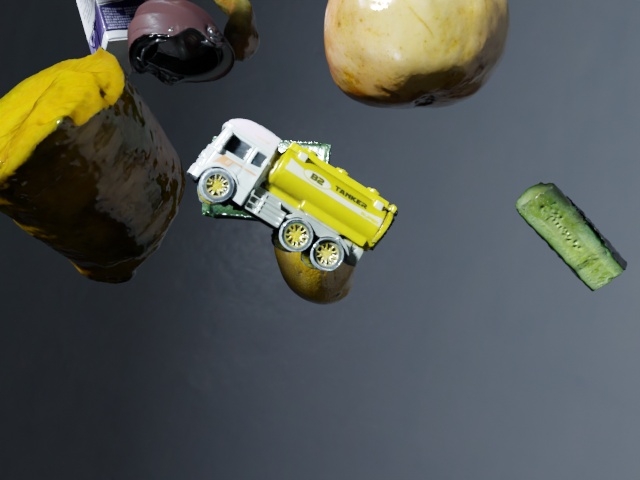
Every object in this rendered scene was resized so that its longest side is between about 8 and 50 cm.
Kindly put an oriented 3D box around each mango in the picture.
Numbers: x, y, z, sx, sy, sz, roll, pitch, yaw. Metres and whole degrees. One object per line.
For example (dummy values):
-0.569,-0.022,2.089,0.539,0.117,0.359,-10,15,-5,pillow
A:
0.003,0.000,1.483,0.157,0.109,0.262,-36,-53,-29,mango

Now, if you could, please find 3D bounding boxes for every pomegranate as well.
0.164,-0.395,1.672,0.338,0.338,0.338,13,-90,-89,pomegranate

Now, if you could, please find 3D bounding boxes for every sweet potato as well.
-0.169,-0.447,1.906,0.062,0.081,0.233,114,148,-43,sweet potato

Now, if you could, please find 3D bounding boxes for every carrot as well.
-0.326,-0.111,1.245,0.341,0.241,0.241,62,-143,-57,carrot

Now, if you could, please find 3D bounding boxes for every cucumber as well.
0.396,-0.014,1.499,0.078,0.211,0.062,-39,22,19,cucumber

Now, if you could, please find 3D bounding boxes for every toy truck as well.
-0.032,-0.050,1.060,0.114,0.227,0.098,-59,8,-5,toy truck

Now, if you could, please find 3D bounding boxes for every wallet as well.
-0.099,-0.111,1.754,0.055,0.236,0.160,30,-114,-75,wallet

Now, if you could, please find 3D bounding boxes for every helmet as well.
-0.158,-0.226,1.043,0.098,0.123,0.070,-30,65,40,helmet

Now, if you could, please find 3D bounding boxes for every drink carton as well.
-0.407,-0.450,1.835,0.222,0.102,0.134,70,156,16,drink carton
